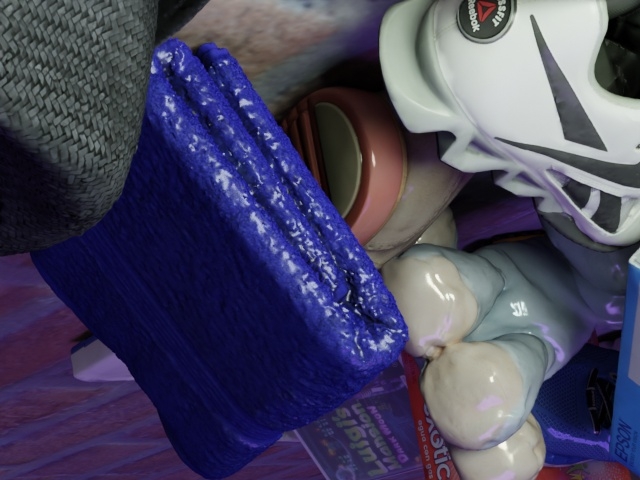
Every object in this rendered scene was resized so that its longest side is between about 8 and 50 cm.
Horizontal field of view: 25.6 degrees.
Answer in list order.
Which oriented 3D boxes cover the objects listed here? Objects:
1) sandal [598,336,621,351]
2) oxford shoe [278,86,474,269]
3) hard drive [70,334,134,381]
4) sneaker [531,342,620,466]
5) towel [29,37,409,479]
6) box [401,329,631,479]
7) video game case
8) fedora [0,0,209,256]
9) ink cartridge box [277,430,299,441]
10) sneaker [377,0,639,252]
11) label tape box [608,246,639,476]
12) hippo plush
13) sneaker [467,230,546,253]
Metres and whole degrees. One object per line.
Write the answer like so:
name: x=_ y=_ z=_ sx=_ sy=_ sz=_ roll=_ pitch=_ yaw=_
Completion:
sandal: x=0.330 y=0.217 z=1.882 sx=0.169 sy=0.102 sz=0.416 roll=-1 pitch=161 yaw=-27
oxford shoe: x=0.000 y=0.000 z=0.985 sx=0.130 sy=0.123 sz=0.348 roll=-8 pitch=166 yaw=-31
hard drive: x=-0.063 y=0.067 z=1.285 sx=0.210 sy=0.040 sz=0.319 roll=3 pitch=159 yaw=-37
sneaker: x=0.301 y=0.148 z=1.285 sx=0.330 sy=0.129 sz=0.147 roll=12 pitch=161 yaw=-28
towel: x=-0.071 y=0.021 z=0.883 sx=0.076 sy=0.227 sz=0.308 roll=-37 pitch=177 yaw=-29
box: x=0.198 y=0.193 z=1.397 sx=0.154 sy=0.300 sz=0.142 roll=6 pitch=157 yaw=-41
video game case: x=0.041 y=0.180 z=1.522 sx=0.173 sy=0.190 sz=0.022 roll=-20 pitch=-155 yaw=29
fedora: x=-0.161 y=-0.080 z=0.579 sx=0.334 sy=0.152 sz=0.334 roll=-10 pitch=163 yaw=-3
ink cartridge box: x=0.067 y=0.204 z=1.738 sx=0.385 sy=0.091 sz=0.308 roll=1 pitch=175 yaw=24
sneaker: x=0.184 y=-0.078 z=0.835 sx=0.146 sy=0.122 sz=0.330 roll=-19 pitch=161 yaw=32
label tape box: x=0.352 y=0.003 z=0.993 sx=0.348 sy=0.115 sz=0.249 roll=-45 pitch=149 yaw=-23
hippo plush: x=0.185 y=0.059 z=1.080 sx=0.237 sy=0.234 sz=0.294 roll=-23 pitch=143 yaw=4
sneaker: x=0.245 y=0.040 z=1.291 sx=0.225 sy=0.092 sz=0.088 roll=-9 pitch=163 yaw=-8
